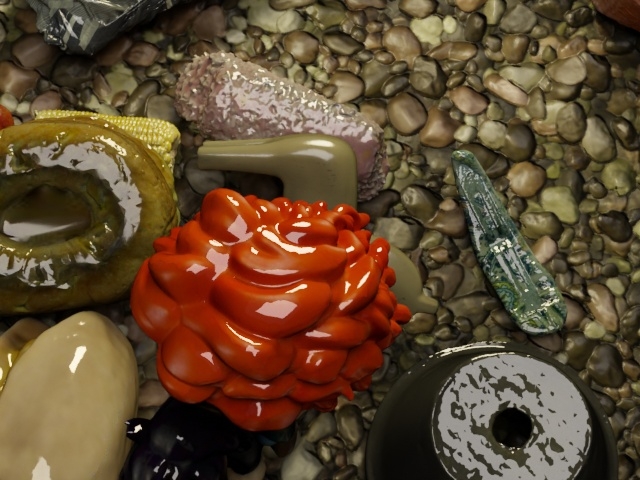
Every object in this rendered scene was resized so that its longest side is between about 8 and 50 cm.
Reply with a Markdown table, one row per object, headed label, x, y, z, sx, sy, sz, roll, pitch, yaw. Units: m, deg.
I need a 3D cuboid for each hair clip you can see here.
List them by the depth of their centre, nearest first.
| label | x | y | z | sx | sy | sz | roll | pitch | yaw |
| --- | --- | --- | --- | --- | --- | --- | --- | --- | --- |
| hair clip | 0.200 | 0.004 | 1.798 | 0.066 | 0.036 | 0.229 | -25 | 78 | -6 |

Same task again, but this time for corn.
| label | x | y | z | sx | sy | sz | roll | pitch | yaw |
| --- | --- | --- | --- | --- | --- | --- | --- | --- | --- |
| corn | -0.240 | -0.103 | 1.808 | 0.165 | 0.063 | 0.085 | 10 | 80 | 3 |

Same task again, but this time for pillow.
| label | x | y | z | sx | sy | sz | roll | pitch | yaw |
| --- | --- | --- | --- | --- | --- | --- | --- | --- | --- |
| pillow | -0.183 | -0.328 | 1.881 | 0.335 | 0.092 | 0.162 | -26 | 78 | -12 |

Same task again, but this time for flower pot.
| label | x | y | z | sx | sy | sz | roll | pitch | yaw |
| --- | --- | --- | --- | --- | --- | --- | --- | --- | --- |
| flower pot | 0.184 | 0.208 | 1.653 | 0.269 | 0.166 | 0.269 | 1 | 69 | -4 |

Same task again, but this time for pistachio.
| label | x | y | z | sx | sy | sz | roll | pitch | yaw |
| --- | --- | --- | --- | --- | --- | --- | --- | --- | --- |
| pistachio | -0.274 | 0.215 | 1.633 | 0.187 | 0.187 | 0.299 | 13 | 61 | 3 |

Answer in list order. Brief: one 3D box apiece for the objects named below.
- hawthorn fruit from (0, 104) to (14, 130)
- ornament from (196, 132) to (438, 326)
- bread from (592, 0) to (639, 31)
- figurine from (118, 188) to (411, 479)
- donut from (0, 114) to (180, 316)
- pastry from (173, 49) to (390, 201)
| label | x | y | z | sx | sy | sz | roll | pitch | yaw |
| --- | --- | --- | --- | --- | --- | --- | --- | --- | --- |
| hawthorn fruit | -0.377 | -0.121 | 1.806 | 0.093 | 0.093 | 0.093 | 1 | 69 | -2 |
| ornament | 0.000 | 0.000 | 1.745 | 0.244 | 0.061 | 0.230 | -2 | 103 | 7 |
| bread | 0.411 | -0.314 | 1.883 | 0.244 | 0.123 | 0.190 | 28 | 69 | 8 |
| figurine | -0.071 | 0.115 | 1.558 | 0.306 | 0.412 | 0.241 | -24 | 64 | -42 |
| donut | -0.281 | -0.026 | 1.713 | 0.261 | 0.128 | 0.209 | -13 | 90 | 1 |
| pastry | -0.047 | -0.131 | 1.801 | 0.265 | 0.112 | 0.103 | 23 | 89 | 10 |
